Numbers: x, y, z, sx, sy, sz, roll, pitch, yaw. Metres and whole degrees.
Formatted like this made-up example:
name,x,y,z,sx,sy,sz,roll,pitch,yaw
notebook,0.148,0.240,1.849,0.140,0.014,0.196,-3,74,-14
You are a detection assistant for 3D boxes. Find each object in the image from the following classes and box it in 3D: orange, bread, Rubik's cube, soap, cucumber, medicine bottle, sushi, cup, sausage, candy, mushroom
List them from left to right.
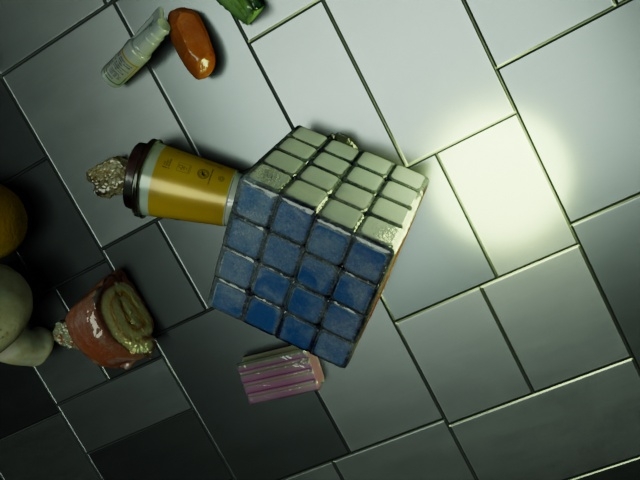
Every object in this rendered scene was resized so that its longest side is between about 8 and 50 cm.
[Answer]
name,x,y,z,sx,sy,sz,roll,pitch,yaw
orange,-0.877,-0.050,1.752,0.236,0.236,0.236,3,105,11
mushroom,-0.861,0.188,1.752,0.315,0.356,0.315,7,103,33
sushi,-0.645,0.249,1.855,0.150,0.078,0.091,7,106,11
candy,-0.526,-0.156,1.723,0.110,0.085,0.095,-30,91,7
bread,-0.537,0.222,1.776,0.123,0.190,0.244,-24,102,30
medicine bottle,-0.434,-0.456,1.615,0.220,0.061,0.092,-30,58,34
cup,-0.321,-0.126,1.641,0.279,0.196,0.197,14,107,-1
sausage,-0.300,-0.464,1.593,0.089,0.089,0.179,-25,91,17
cucumber,-0.205,-0.586,1.545,0.193,0.085,0.115,51,152,-6
soap,-0.103,0.343,1.772,0.203,0.065,0.122,-15,101,15
Rubik's cube,0.000,0.000,1.482,0.337,0.344,0.345,25,123,7

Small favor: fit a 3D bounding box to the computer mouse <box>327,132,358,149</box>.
name,x,y,z,sx,sy,sz,roll,pitch,yaw
computer mouse,0.054,-0.175,1.604,0.099,0.057,0.172,-2,115,26
